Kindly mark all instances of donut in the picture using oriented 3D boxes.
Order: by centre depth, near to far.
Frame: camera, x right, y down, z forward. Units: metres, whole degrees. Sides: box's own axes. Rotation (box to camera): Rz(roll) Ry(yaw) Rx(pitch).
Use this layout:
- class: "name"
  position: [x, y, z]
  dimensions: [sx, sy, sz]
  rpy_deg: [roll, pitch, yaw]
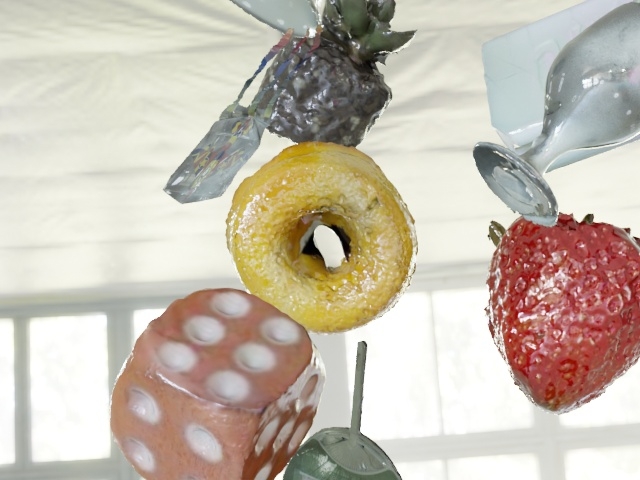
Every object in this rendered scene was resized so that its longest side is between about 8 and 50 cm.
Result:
- class: "donut"
  position: [0.001, 0.003, 1.539]
  dimensions: [0.253, 0.254, 0.118]
  rpy_deg: [-5, 4, 6]

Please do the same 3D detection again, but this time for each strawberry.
- class: "strawberry"
  position: [0.336, 0.104, 1.656]
  dimensions: [0.257, 0.277, 0.257]
  rpy_deg: [19, -21, 7]

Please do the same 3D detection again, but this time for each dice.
- class: "dice"
  position: [-0.110, 0.165, 1.297]
  dimensions: [0.174, 0.175, 0.179]
  rpy_deg: [28, -44, 20]

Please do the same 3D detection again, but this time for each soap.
- class: "soap"
  position: [0.413, -0.241, 1.724]
  dimensions: [0.346, 0.208, 0.115]
  rpy_deg: [-19, -38, 24]

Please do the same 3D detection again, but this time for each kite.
- class: "kite"
  position: [-0.079, -0.135, 1.313]
  dimensions: [0.015, 0.245, 0.141]
  rpy_deg: [42, -17, -32]

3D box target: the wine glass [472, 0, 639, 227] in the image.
- class: "wine glass"
  position: [0.278, -0.137, 1.295]
  dimensions: [0.241, 0.126, 0.126]
  rpy_deg: [-44, -5, -14]

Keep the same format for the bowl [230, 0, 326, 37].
- class: "bowl"
  position: [-0.092, -0.431, 1.616]
  dimensions: [0.337, 0.157, 0.337]
  rpy_deg: [36, -6, 4]

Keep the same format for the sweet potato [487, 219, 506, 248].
- class: "sweet potato"
  position: [0.390, 0.029, 1.951]
  dimensions: [0.310, 0.124, 0.098]
  rpy_deg: [34, -57, -23]

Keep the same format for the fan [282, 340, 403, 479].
- class: "fan"
  position: [0.051, 0.298, 1.449]
  dimensions: [0.012, 0.223, 0.294]
  rpy_deg: [-5, -48, -45]

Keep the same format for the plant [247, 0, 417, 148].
- class: "plant"
  position: [0.028, -0.293, 2.135]
  dimensions: [0.215, 0.312, 0.213]
  rpy_deg: [29, 1, -6]
